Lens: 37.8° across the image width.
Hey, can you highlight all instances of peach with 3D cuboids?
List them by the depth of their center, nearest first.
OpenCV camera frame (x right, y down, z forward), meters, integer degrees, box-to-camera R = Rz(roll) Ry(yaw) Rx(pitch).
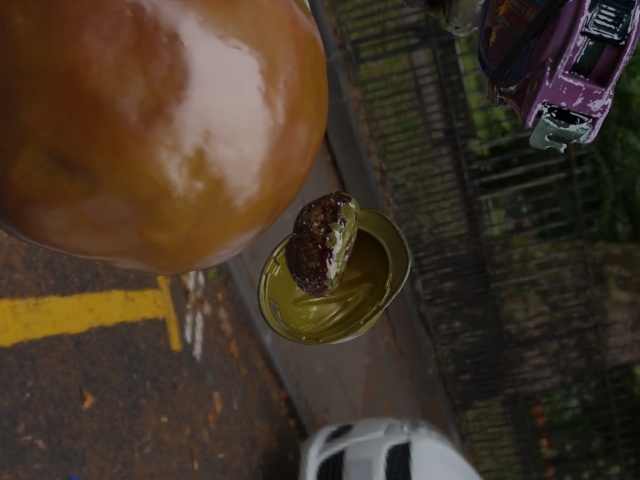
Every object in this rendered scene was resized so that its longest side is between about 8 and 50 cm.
[{"bbox_3d":[-0.155,-0.140,0.811,0.343,0.342,0.302,-84,-162,-57],"label":"peach"}]

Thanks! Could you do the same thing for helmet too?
[{"bbox_3d":[0.034,0.076,1.518,0.205,0.257,0.140,61,3,26],"label":"helmet"}]

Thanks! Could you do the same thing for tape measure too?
[{"bbox_3d":[0.297,-0.258,1.177,0.231,0.149,0.245,-108,-145,-58],"label":"tape measure"}]

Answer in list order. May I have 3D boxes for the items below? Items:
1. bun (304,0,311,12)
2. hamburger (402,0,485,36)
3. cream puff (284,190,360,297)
[{"bbox_3d":[-0.083,-0.375,1.668,0.111,0.164,0.188,15,78,-39],"label":"bun"},{"bbox_3d":[0.246,-0.516,1.512,0.277,0.195,0.318,104,10,-61],"label":"hamburger"},{"bbox_3d":[0.000,0.000,1.234,0.149,0.084,0.149,16,90,-85],"label":"cream puff"}]
